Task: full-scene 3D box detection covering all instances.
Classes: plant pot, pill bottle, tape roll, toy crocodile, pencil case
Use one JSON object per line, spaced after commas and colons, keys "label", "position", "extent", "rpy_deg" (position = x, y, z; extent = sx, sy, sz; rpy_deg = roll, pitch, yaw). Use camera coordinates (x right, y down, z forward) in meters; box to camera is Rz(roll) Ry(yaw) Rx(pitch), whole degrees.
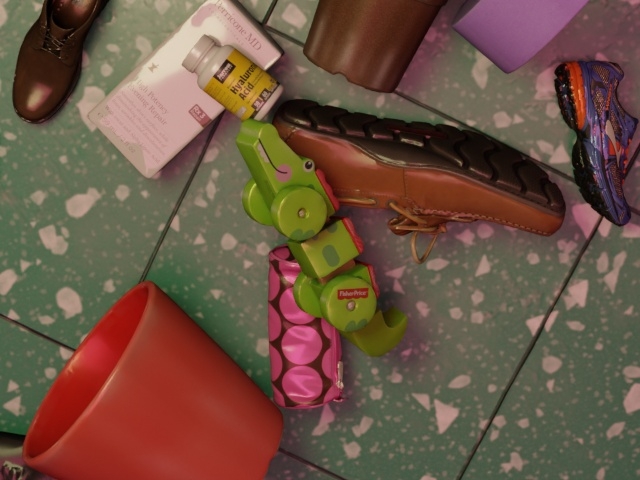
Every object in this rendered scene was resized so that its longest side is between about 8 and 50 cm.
{"label": "plant pot", "position": [0.065, -0.278, 1.549], "extent": [0.167, 0.167, 0.165], "rpy_deg": [24, 107, -3]}
{"label": "pill bottle", "position": [-0.106, -0.192, 1.530], "extent": [0.116, 0.065, 0.065], "rpy_deg": [37, 99, -6]}
{"label": "plant pot", "position": [-0.198, 0.228, 1.606], "extent": [0.243, 0.275, 0.275], "rpy_deg": [38, 99, -17]}
{"label": "tape roll", "position": [0.271, -0.324, 1.470], "extent": [0.090, 0.275, 0.275], "rpy_deg": [39, 99, -5]}
{"label": "toy crocodile", "position": [0.000, 0.000, 1.541], "extent": [0.105, 0.115, 0.340], "rpy_deg": [-33, 109, -16]}
{"label": "pencil case", "position": [-0.016, 0.110, 1.654], "extent": [0.098, 0.095, 0.209], "rpy_deg": [3, 103, 32]}

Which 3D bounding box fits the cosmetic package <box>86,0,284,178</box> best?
{"label": "cosmetic package", "position": [-0.167, -0.197, 1.604], "extent": [0.231, 0.085, 0.117], "rpy_deg": [-43, 97, 10]}

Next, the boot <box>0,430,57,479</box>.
{"label": "boot", "position": [-0.551, 0.409, 1.709], "extent": [0.445, 0.146, 0.367], "rpy_deg": [9, 102, -5]}

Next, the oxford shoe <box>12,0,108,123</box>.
{"label": "oxford shoe", "position": [-0.332, -0.250, 1.593], "extent": [0.083, 0.096, 0.227], "rpy_deg": [23, 102, -4]}

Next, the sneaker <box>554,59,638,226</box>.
{"label": "sneaker", "position": [0.362, -0.124, 1.606], "extent": [0.087, 0.083, 0.221], "rpy_deg": [-16, 103, -4]}

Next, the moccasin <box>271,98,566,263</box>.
{"label": "moccasin", "position": [0.114, -0.064, 1.595], "extent": [0.380, 0.139, 0.147], "rpy_deg": [10, 119, -1]}
